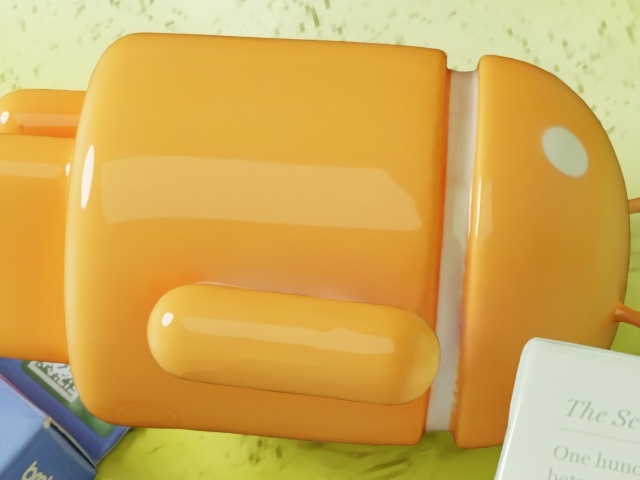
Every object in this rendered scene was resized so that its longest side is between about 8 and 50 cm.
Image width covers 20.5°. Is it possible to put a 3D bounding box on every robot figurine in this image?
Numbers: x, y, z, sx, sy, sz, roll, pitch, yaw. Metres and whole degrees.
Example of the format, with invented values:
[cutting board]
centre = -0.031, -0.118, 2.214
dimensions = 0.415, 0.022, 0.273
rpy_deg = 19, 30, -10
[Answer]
[robot figurine]
centre = 0.000, -0.001, 0.555
dimensions = 0.219, 0.158, 0.128
rpy_deg = 4, 75, 3

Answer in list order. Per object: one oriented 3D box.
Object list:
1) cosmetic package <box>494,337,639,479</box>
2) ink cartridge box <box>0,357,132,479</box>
[cosmetic package]
centre = 0.139, 0.167, 0.438
dimensions = 0.224, 0.138, 0.225
rpy_deg = 11, 68, 18
[ink cartridge box]
centre = -0.214, 0.095, 0.604
dimensions = 0.186, 0.065, 0.311
rpy_deg = 37, 75, 26
